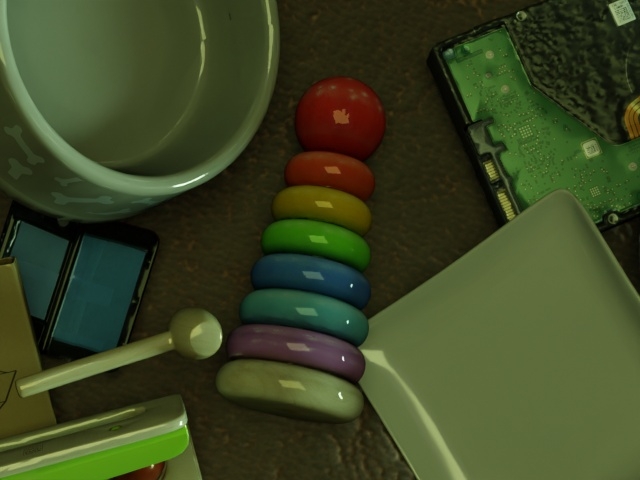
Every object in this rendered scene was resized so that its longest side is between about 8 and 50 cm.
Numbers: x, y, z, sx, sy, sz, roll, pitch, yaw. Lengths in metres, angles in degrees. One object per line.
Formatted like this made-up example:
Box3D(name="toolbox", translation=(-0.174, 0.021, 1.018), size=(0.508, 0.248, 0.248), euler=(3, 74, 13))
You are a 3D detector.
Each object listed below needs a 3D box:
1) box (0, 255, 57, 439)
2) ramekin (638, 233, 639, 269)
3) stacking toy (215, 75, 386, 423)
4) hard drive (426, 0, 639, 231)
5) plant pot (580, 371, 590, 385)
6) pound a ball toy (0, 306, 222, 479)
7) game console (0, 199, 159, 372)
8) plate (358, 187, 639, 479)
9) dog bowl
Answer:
Box3D(name="box", translation=(-0.339, 0.123, 1.364), size=(0.164, 0.021, 0.201), euler=(-11, 111, -5))
Box3D(name="ramekin", translation=(0.425, 0.009, 1.389), size=(0.272, 0.127, 0.273), euler=(-2, 102, -12))
Box3D(name="stacking toy", translation=(0.000, 0.000, 1.401), size=(0.141, 0.141, 0.330), euler=(12, 77, -2))
Box3D(name="hard drive", translation=(0.304, -0.144, 1.471), size=(0.339, 0.064, 0.237), euler=(-23, 83, -7))
Box3D(name="plant pot", translation=(0.231, 0.107, 1.427), size=(0.079, 0.083, 0.083), euler=(36, 81, 16))
Box3D(name="pound a ball toy", translation=(-0.229, 0.191, 1.341), size=(0.319, 0.136, 0.208), euler=(-15, 100, -8))
Box3D(name="game console", translation=(-0.239, 0.038, 1.396), size=(0.085, 0.124, 0.144), euler=(7, 77, 42))
Box3D(name="plate", translation=(0.194, 0.138, 1.375), size=(0.278, 0.045, 0.277), euler=(-37, 72, 18))
Box3D(name="dog bowl", translation=(-0.183, -0.191, 1.339), size=(0.348, 0.102, 0.349), euler=(1, 88, -41))
